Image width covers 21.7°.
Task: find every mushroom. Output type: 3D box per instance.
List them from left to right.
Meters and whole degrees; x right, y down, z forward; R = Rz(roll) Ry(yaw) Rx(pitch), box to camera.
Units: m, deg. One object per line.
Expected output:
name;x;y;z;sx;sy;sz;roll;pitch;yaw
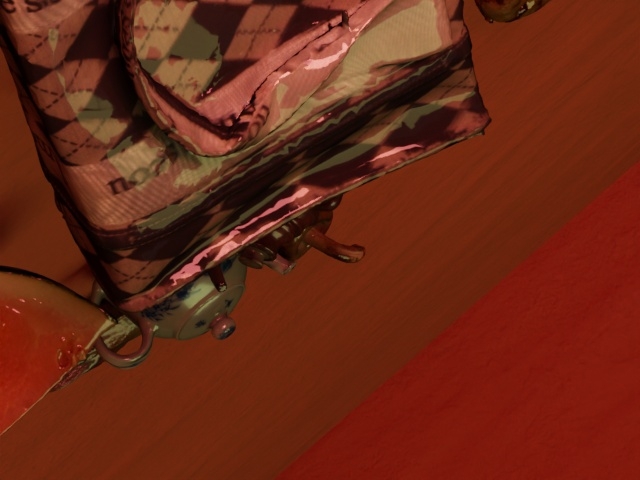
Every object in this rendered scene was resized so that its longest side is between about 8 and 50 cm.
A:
mushroom;-0.006;-0.006;2.041;0.129;0.073;0.088;22;108;-35

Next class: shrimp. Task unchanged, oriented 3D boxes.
shrimp;-0.225;0.096;1.878;0.253;0.058;0.173;-34;173;-25

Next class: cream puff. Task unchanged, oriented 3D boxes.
cream puff;0.212;-0.291;1.718;0.149;0.084;0.149;-32;164;-10

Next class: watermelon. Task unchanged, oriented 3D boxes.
watermelon;-0.345;0.097;1.445;0.303;0.159;0.128;-37;136;-6

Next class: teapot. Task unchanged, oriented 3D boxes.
teapot;-0.142;0.046;1.734;0.232;0.159;0.159;-33;164;-24

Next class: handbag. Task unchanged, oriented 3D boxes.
handbag;-0.044;-0.174;0.978;0.316;0.180;0.416;-24;143;-9

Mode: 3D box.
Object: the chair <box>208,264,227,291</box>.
chair;-0.102;-0.117;1.352;0.188;0.166;0.272;-43;-152;9

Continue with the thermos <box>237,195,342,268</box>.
thermos;-0.023;-0.082;1.508;0.099;0.124;0.232;45;57;-52
